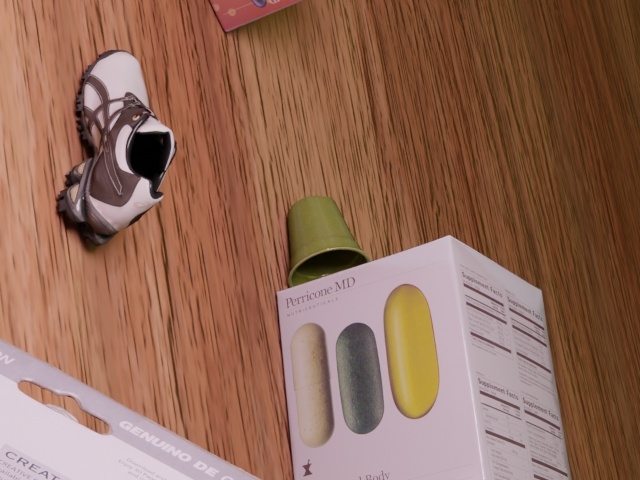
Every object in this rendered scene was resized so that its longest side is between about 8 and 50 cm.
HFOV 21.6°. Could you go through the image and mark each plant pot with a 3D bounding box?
[{"bbox_3d":[0.000,0.000,1.654,0.083,0.083,0.079,33,34,-50],"label":"plant pot"}]

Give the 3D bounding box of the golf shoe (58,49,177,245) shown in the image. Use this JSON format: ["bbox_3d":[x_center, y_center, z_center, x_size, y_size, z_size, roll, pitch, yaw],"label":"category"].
[{"bbox_3d":[-0.154,-0.087,1.396,0.077,0.094,0.198,42,37,-42],"label":"golf shoe"}]

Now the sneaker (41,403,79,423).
[{"bbox_3d":[-0.166,0.217,1.192,0.115,0.090,0.232,-19,91,-66],"label":"sneaker"}]

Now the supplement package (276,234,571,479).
[{"bbox_3d":[0.101,0.168,1.589,0.198,0.199,0.262,28,50,-53],"label":"supplement package"}]

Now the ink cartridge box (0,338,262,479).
[{"bbox_3d":[-0.202,0.186,0.913,0.309,0.130,0.272,28,31,7],"label":"ink cartridge box"}]

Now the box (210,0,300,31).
[{"bbox_3d":[-0.064,-0.315,1.665,0.170,0.130,0.091,64,27,-13],"label":"box"}]
